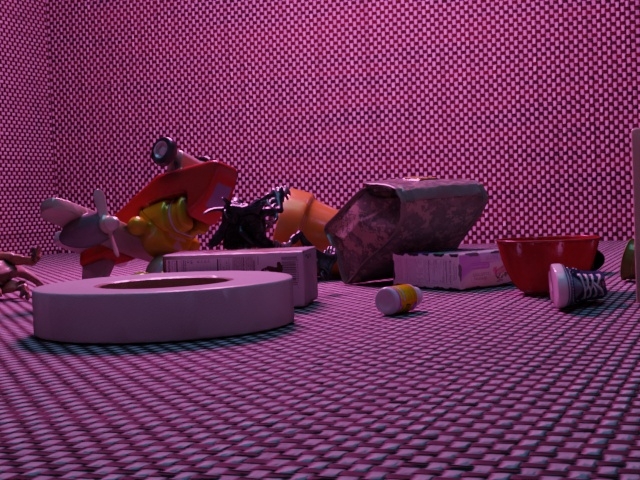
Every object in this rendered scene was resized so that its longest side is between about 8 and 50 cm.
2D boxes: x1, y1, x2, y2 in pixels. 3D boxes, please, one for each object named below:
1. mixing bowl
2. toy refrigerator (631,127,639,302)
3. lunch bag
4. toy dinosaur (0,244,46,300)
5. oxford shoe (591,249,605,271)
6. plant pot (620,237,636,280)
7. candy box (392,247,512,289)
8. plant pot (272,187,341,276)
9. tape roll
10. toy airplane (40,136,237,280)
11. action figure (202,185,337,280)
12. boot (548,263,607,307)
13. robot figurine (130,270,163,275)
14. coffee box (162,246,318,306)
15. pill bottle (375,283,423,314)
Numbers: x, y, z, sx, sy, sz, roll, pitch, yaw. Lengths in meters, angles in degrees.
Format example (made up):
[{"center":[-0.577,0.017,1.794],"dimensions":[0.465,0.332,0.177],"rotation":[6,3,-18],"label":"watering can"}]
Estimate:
[{"center":[0.397,0.043,1.825],"dimensions":[0.181,0.098,0.181],"rotation":[-2,2,0],"label":"mixing bowl"},{"center":[0.547,-0.040,1.601],"dimensions":[0.102,0.269,0.094],"rotation":[-1,3,44],"label":"toy refrigerator"},{"center":[0.181,-0.043,2.171],"dimensions":[0.235,0.169,0.287],"rotation":[-4,-27,-34],"label":"lunch bag"},{"center":[-0.701,0.070,2.157],"dimensions":[0.200,0.127,0.295],"rotation":[-9,-8,38],"label":"toy dinosaur"},{"center":[0.513,0.034,2.171],"dimensions":[0.227,0.083,0.096],"rotation":[-6,8,-44],"label":"oxford shoe"},{"center":[0.619,0.044,1.977],"dimensions":[0.079,0.083,0.083],"rotation":[13,11,33],"label":"plant pot"},{"center":[0.267,0.053,2.052],"dimensions":[0.165,0.070,0.196],"rotation":[-4,2,-36],"label":"candy box"},{"center":[0.000,0.000,2.388],"dimensions":[0.188,0.205,0.205],"rotation":[13,4,6],"label":"plant pot"},{"center":[-0.232,0.094,1.560],"dimensions":[0.392,0.072,0.392],"rotation":[-3,2,0],"label":"tape roll"},{"center":[-0.354,0.008,2.114],"dimensions":[0.386,0.272,0.384],"rotation":[-12,-33,-16],"label":"toy airplane"},{"center":[-0.105,-0.013,1.963],"dimensions":[0.275,0.164,0.141],"rotation":[40,19,-29],"label":"action figure"},{"center":[0.397,0.066,1.602],"dimensions":[0.086,0.069,0.190],"rotation":[-5,0,10],"label":"boot"},{"center":[-0.311,0.089,1.817],"dimensions":[0.101,0.067,0.115],"rotation":[-15,4,-7],"label":"robot figurine"},{"center":[-0.137,0.065,1.828],"dimensions":[0.246,0.098,0.141],"rotation":[-2,2,10],"label":"coffee box"},{"center":[0.124,0.090,1.615],"dimensions":[0.043,0.043,0.083],"rotation":[-1,3,38],"label":"pill bottle"}]
